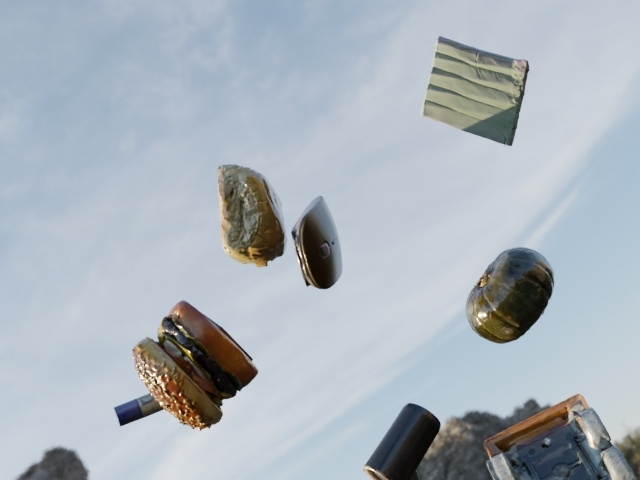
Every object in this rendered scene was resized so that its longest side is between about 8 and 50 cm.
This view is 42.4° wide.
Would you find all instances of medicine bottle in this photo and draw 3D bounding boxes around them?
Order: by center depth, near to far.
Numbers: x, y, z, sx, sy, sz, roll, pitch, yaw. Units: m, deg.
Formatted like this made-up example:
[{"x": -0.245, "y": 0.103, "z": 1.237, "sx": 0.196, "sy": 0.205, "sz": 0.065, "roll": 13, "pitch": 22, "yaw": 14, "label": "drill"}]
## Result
[{"x": -0.452, "y": 0.445, "z": 2.282, "sx": 0.230, "sy": 0.059, "sz": 0.059, "roll": -19, "pitch": -29, "yaw": -21, "label": "medicine bottle"}]

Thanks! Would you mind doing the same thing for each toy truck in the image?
[{"x": 0.367, "y": 0.404, "z": 1.054, "sx": 0.173, "sy": 0.388, "sz": 0.207, "roll": -29, "pitch": -58, "yaw": 8, "label": "toy truck"}]

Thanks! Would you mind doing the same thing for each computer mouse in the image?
[{"x": 0.000, "y": 0.000, "z": 1.695, "sx": 0.071, "sy": 0.158, "sz": 0.310, "roll": -14, "pitch": 11, "yaw": 9, "label": "computer mouse"}]

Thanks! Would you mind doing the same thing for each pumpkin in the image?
[{"x": 0.412, "y": 0.120, "z": 1.782, "sx": 0.224, "sy": 0.157, "sz": 0.224, "roll": -58, "pitch": 2, "yaw": 3, "label": "pumpkin"}]

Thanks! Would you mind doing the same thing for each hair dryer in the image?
[{"x": 0.146, "y": 0.362, "z": 1.335, "sx": 0.128, "sy": 0.070, "sz": 0.255, "roll": -54, "pitch": -28, "yaw": -20, "label": "hair dryer"}]

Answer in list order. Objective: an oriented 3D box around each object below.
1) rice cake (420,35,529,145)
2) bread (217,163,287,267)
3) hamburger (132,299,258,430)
[{"x": 0.311, "y": -0.301, "z": 1.667, "sx": 0.037, "sy": 0.198, "sz": 0.189, "roll": -56, "pitch": -23, "yaw": -70, "label": "rice cake"}, {"x": -0.087, "y": -0.032, "z": 1.053, "sx": 0.082, "sy": 0.125, "sz": 0.106, "roll": -7, "pitch": -10, "yaw": -2, "label": "bread"}, {"x": -0.301, "y": 0.301, "z": 1.943, "sx": 0.225, "sy": 0.291, "sz": 0.291, "roll": -45, "pitch": -22, "yaw": -16, "label": "hamburger"}]
